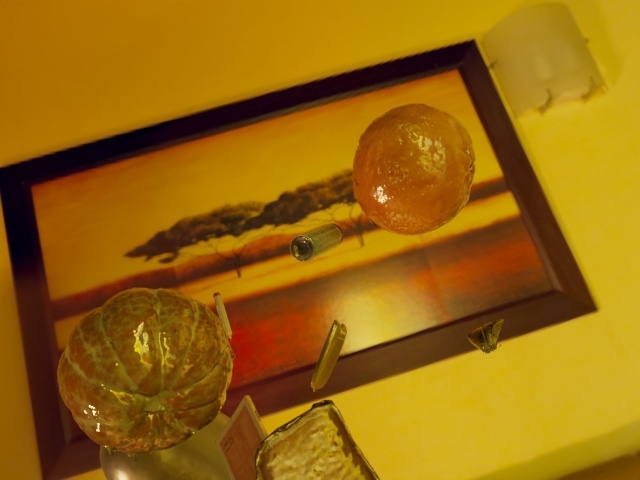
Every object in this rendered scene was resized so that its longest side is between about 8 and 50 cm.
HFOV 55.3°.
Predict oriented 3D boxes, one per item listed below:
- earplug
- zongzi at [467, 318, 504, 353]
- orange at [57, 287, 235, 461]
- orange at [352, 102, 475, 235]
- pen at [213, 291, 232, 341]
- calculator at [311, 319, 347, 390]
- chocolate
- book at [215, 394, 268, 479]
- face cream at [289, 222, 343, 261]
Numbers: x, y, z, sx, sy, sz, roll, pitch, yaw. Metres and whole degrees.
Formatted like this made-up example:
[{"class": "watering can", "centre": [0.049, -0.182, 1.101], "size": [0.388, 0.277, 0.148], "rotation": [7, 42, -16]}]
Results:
[{"class": "earplug", "centre": [-0.380, 0.578, 1.628], "size": [0.394, 0.312, 0.313], "rotation": [38, -50, -22]}, {"class": "zongzi", "centre": [0.479, 0.260, 1.689], "size": [0.119, 0.055, 0.109], "rotation": [-31, 12, -3]}, {"class": "orange", "centre": [-0.327, 0.251, 1.180], "size": [0.329, 0.249, 0.329], "rotation": [-10, -63, -20]}, {"class": "orange", "centre": [0.250, -0.179, 1.569], "size": [0.293, 0.340, 0.341], "rotation": [7, -6, 29]}, {"class": "pen", "centre": [-0.294, 0.233, 1.855], "size": [0.026, 0.218, 0.026], "rotation": [-11, -53, -15]}, {"class": "calculator", "centre": [0.028, 0.375, 1.966], "size": [0.033, 0.236, 0.157], "rotation": [20, -7, 18]}, {"class": "chocolate", "centre": [0.010, 0.377, 0.880], "size": [0.161, 0.261, 0.083], "rotation": [-25, -12, -20]}, {"class": "book", "centre": [-0.120, 0.438, 1.148], "size": [0.018, 0.241, 0.170], "rotation": [-2, -44, -39]}, {"class": "face cream", "centre": [0.000, 0.000, 1.656], "size": [0.075, 0.075, 0.229], "rotation": [-29, -3, 27]}]
